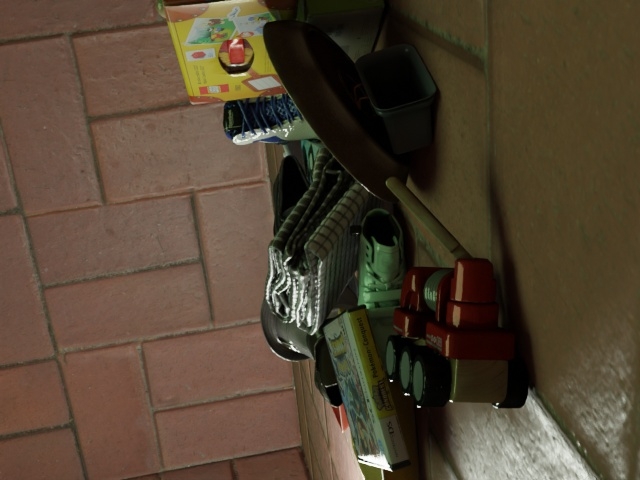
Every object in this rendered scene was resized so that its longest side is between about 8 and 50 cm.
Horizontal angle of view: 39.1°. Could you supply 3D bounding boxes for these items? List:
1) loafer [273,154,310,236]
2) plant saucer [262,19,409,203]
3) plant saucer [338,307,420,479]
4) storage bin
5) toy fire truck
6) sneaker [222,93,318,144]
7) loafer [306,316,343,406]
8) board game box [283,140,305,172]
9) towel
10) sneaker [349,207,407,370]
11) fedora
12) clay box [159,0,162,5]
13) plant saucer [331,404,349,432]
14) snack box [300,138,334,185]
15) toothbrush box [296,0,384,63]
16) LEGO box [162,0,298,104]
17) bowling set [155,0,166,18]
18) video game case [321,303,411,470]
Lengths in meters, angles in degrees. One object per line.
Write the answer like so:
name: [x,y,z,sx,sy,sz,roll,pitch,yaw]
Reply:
loafer: [-0.054,-0.065,1.967,0.302,0.109,0.095,-105,11,-45]
plant saucer: [0.036,-0.193,1.268,0.310,0.050,0.311,46,-158,-24]
plant saucer: [0.115,0.329,1.704,0.333,0.081,0.333,-119,22,-69]
storage bin: [0.099,-0.181,1.202,0.135,0.098,0.091,-107,1,-48]
toy fire truck: [0.136,0.054,1.039,0.217,0.158,0.246,-160,73,-82]
sneaker: [-0.098,-0.255,1.877,0.315,0.182,0.127,-10,90,55]
loafer: [0.028,0.231,1.692,0.220,0.080,0.078,81,165,-44]
board game box: [-0.121,-0.331,2.242,0.390,0.050,0.390,-94,-16,-67]
towel: [0.000,0.000,1.551,0.235,0.121,0.284,-55,-16,-27]
sneaker: [0.099,0.076,1.432,0.151,0.094,0.256,83,178,-66]
fedora: [0.010,0.165,1.884,0.124,0.243,0.275,36,159,38]
clay box: [-0.280,-0.478,1.383,0.127,0.053,0.222,-108,12,-66]
plant saucer: [0.042,0.335,2.380,0.258,0.047,0.259,-125,28,-74]
snack box: [0.017,-0.126,1.962,0.322,0.060,0.187,-130,31,-75]
toothbrush box: [0.008,-0.443,1.430,0.206,0.122,0.283,110,152,-77]
LEGO box: [-0.160,-0.471,1.458,0.500,0.193,0.373,119,143,-82]
bowling set: [-0.374,-0.519,1.665,0.287,0.199,0.154,81,178,-57]
video game case: [0.066,0.242,1.468,0.275,0.035,0.248,128,127,-76]
